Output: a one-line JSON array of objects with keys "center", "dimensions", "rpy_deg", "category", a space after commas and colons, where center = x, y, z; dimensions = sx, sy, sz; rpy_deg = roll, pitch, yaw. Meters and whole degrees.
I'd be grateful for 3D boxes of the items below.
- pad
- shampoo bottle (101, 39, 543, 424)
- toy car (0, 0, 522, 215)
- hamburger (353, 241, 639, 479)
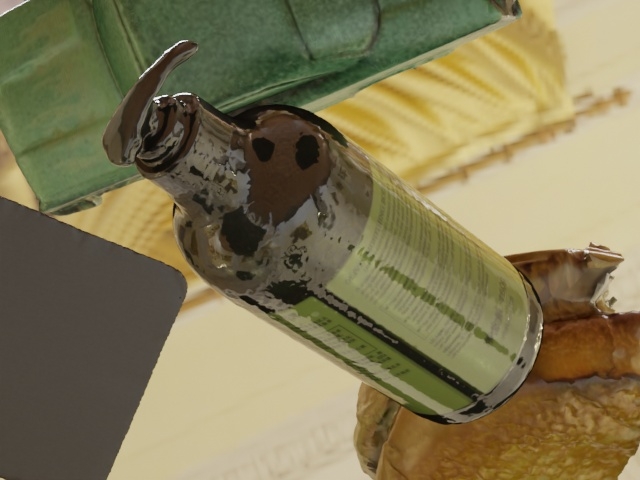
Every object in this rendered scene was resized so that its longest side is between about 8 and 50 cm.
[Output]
[{"center": [-0.145, 0.035, 0.695], "dimensions": [0.157, 0.112, 0.003], "rpy_deg": [23, -172, -8], "category": "pad"}, {"center": [0.000, 0.000, 0.862], "dimensions": [0.101, 0.284, 0.101], "rpy_deg": [-24, -130, 32], "category": "shampoo bottle"}, {"center": [-0.056, -0.129, 0.982], "dimensions": [0.320, 0.141, 0.097], "rpy_deg": [-22, 180, 20], "category": "toy car"}, {"center": [0.100, 0.109, 1.063], "dimensions": [0.156, 0.283, 0.144], "rpy_deg": [4, -136, -10], "category": "hamburger"}]
